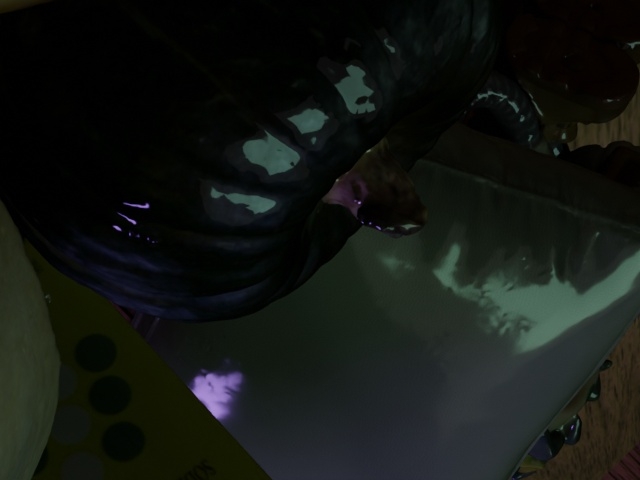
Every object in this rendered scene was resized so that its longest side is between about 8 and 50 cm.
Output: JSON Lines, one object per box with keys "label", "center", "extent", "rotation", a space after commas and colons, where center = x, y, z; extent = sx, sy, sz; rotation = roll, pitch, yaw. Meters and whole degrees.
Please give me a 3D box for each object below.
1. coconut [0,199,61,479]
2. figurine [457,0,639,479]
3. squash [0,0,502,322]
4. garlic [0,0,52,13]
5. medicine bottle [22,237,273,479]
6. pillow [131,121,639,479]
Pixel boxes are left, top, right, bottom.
{"label": "coconut", "center": [-0.187, 0.056, 0.576], "extent": [0.202, 0.202, 0.222], "rotation": [-52, -172, 20]}
{"label": "figurine", "center": [0.137, 0.010, 1.245], "extent": [0.261, 0.186, 0.382], "rotation": [-44, 159, -40]}
{"label": "squash", "center": [-0.031, -0.069, 0.732], "extent": [0.218, 0.172, 0.218], "rotation": [-51, -168, 15]}
{"label": "garlic", "center": [-0.123, -0.124, 0.553], "extent": [0.206, 0.128, 0.115], "rotation": [-23, 130, -36]}
{"label": "medicine bottle", "center": [-0.106, 0.139, 0.893], "extent": [0.137, 0.250, 0.141], "rotation": [-35, 156, -24]}
{"label": "pillow", "center": [0.015, 0.064, 1.068], "extent": [0.120, 0.255, 0.322], "rotation": [-91, -156, -50]}
